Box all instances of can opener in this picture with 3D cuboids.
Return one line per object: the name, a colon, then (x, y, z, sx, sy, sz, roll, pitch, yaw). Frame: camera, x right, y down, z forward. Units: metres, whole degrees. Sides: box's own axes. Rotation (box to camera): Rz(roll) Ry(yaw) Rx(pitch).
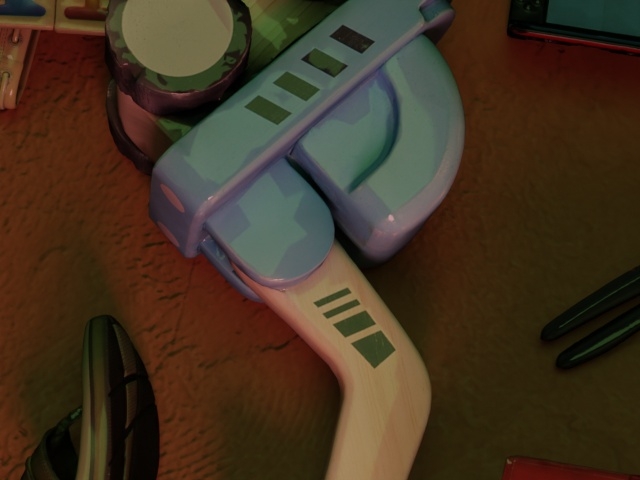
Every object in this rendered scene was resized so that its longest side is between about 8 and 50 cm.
can opener: (0.258, 0.041, 1.378, 0.186, 0.073, 0.059, -23, 78, -1)

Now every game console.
game console: (0.232, -0.197, 1.456, 0.144, 0.085, 0.124, 10, 68, 2)

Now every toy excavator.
toy excavator: (0.000, 0.000, 1.321, 0.433, 0.222, 0.445, -42, 83, -15)

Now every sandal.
sandal: (-0.179, 0.195, 1.277, 0.086, 0.120, 0.303, 0, 68, 14)

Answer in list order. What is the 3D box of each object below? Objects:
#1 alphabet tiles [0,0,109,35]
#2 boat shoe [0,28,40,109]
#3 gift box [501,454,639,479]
alphabet tiles: (-0.262, -0.299, 1.404, 0.342, 0.011, 0.285, 3, 69, -7)
boat shoe: (-0.230, -0.242, 1.461, 0.089, 0.104, 0.285, 25, 80, 4)
gift box: (0.234, 0.315, 1.155, 0.276, 0.258, 0.255, 13, 66, 19)
